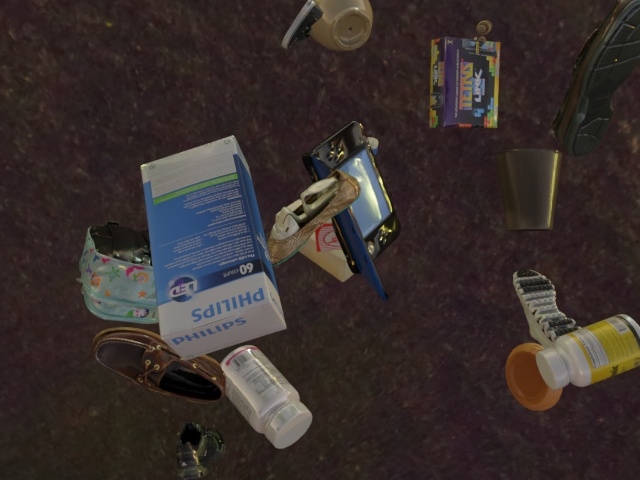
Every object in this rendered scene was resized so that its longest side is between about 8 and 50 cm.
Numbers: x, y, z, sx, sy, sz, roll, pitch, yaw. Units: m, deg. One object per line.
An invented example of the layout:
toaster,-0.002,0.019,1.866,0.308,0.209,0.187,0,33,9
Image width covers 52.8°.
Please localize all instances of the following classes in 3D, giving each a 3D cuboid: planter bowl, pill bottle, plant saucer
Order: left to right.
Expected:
pill bottle,-0.162,0.446,1.846,0.160,0.160,0.283,-33,52,-22
planter bowl,0.058,-0.520,1.539,0.162,0.162,0.109,-12,42,-15
plant saucer,0.620,0.403,1.904,0.037,0.200,0.199,-2,63,-32
pill bottle,0.323,0.136,0.773,0.116,0.065,0.065,-19,68,-3

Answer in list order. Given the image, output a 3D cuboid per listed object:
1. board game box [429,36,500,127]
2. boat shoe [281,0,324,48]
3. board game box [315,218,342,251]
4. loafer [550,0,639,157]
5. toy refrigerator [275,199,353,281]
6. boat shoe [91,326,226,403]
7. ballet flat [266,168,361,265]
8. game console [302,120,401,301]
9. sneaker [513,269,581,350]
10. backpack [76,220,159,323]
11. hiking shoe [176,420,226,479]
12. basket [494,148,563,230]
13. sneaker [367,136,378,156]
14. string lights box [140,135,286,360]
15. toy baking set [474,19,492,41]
board game box,0.285,-0.306,1.270,0.141,0.048,0.170,-6,100,-30
boat shoe,-0.038,-0.426,1.300,0.040,0.142,0.049,37,61,-8
board game box,0.081,-0.030,1.649,0.194,0.146,0.045,-6,64,1
loafer,0.413,-0.253,0.986,0.096,0.267,0.084,-15,48,-19
toy refrigerator,0.000,0.000,1.862,0.270,0.094,0.102,34,52,26
boat shoe,-0.236,0.188,0.957,0.207,0.073,0.073,19,105,-19
ballet flat,-0.027,-0.044,1.063,0.206,0.067,0.073,-42,40,-3
game console,0.099,-0.068,1.300,0.250,0.173,0.293,-41,120,-33
sneaker,0.590,0.198,1.740,0.110,0.118,0.292,-3,43,-10
backpack,-0.404,0.074,1.395,0.225,0.253,0.191,11,96,-28
hiking shoe,-0.284,0.477,1.539,0.086,0.227,0.114,-7,95,5
basket,0.610,-0.142,1.883,0.205,0.154,0.226,0,88,-17
sneaker,0.082,-0.238,1.786,0.152,0.084,0.058,-4,36,-7
string lights box,-0.139,0.003,0.808,0.133,0.076,0.259,-17,58,2
toy baking set,0.362,-0.399,1.463,0.030,0.196,0.256,7,18,16
